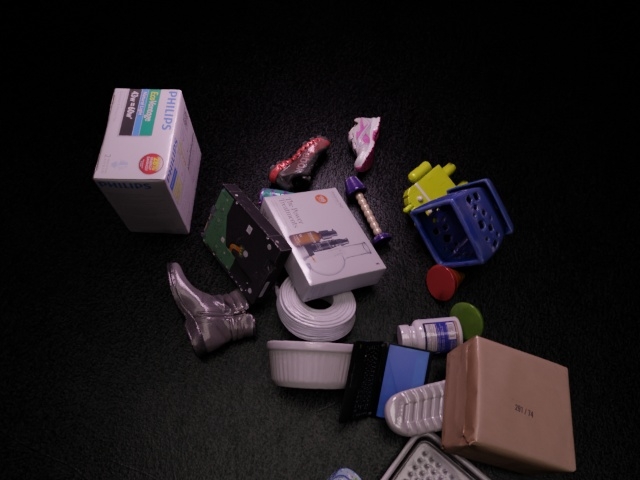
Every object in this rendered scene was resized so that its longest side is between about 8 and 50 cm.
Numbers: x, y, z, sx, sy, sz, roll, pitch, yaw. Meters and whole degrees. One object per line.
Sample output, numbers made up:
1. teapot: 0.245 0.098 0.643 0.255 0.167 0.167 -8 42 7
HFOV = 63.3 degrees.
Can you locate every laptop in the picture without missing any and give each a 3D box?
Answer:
1. laptop: 0.195 0.421 1.507 0.136 0.264 0.235 9 86 36

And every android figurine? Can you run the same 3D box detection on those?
1. android figurine: 0.410 -0.156 1.856 0.272 0.056 0.248 -37 91 -19

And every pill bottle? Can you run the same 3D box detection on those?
1. pill bottle: 0.342 0.302 1.633 0.186 0.112 0.112 -4 65 -2

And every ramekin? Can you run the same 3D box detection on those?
1. ramekin: -0.024 0.364 1.523 0.272 0.273 0.127 2 78 0

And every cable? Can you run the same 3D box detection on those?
1. cable: -0.011 0.202 1.645 0.256 0.089 0.257 3 39 -12

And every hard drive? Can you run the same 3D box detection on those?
1. hard drive: -0.250 0.007 1.690 0.064 0.237 0.339 -8 45 -49

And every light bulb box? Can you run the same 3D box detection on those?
1. light bulb box: -0.562 -0.258 1.753 0.225 0.361 0.358 1 64 0

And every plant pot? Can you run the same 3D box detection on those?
1. plant pot: 0.478 -0.064 1.715 0.212 0.236 0.236 -34 98 -24

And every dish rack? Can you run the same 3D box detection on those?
1. dish rack: 0.297 0.740 1.446 0.285 0.072 0.333 37 70 16

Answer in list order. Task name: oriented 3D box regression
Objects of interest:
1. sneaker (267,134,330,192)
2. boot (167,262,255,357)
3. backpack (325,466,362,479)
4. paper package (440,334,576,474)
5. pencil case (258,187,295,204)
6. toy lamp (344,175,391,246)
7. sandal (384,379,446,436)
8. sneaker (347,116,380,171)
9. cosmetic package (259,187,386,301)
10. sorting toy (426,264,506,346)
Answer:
1. sneaker: -0.055 -0.275 1.913 0.276 0.098 0.135 -40 71 -15
2. boot: -0.355 0.196 1.692 0.222 0.118 0.338 -21 73 -18
3. backpack: 0.063 0.700 1.455 0.105 0.084 0.114 41 68 15
4. paper package: 0.521 0.468 1.457 0.324 0.168 0.310 21 58 -12
5. pencil case: -0.142 -0.144 1.867 0.151 0.064 0.070 11 63 5
6. toy lamp: 0.161 -0.108 1.847 0.080 0.080 0.275 -19 67 -9
7. sandal: 0.368 0.495 1.539 0.415 0.102 0.170 6 64 -19
8. sneaker: 0.153 -0.365 1.964 0.111 0.103 0.252 10 58 9
9. cosmetic package: 0.000 0.000 1.708 0.284 0.097 0.377 -10 54 -30
10. sorting toy: 0.495 0.230 1.691 0.126 0.127 0.366 -12 63 -36
